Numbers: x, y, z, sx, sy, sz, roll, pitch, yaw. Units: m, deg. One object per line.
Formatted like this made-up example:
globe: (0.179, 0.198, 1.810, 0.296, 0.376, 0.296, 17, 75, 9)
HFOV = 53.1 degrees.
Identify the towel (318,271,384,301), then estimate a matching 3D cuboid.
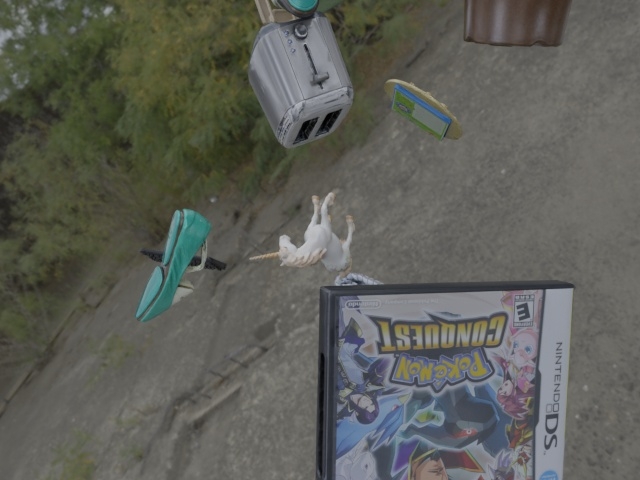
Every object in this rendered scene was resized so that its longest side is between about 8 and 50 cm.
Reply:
towel: (0.137, 0.206, 1.258, 0.121, 0.235, 0.283, -42, 35, -17)

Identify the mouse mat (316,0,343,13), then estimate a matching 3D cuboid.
mouse mat: (0.049, -0.458, 1.156, 0.152, 0.007, 0.190, -30, 6, 5)

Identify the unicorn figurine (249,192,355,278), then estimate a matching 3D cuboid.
unicorn figurine: (0.000, 0.000, 0.805, 0.060, 0.162, 0.111, -15, 55, 41)

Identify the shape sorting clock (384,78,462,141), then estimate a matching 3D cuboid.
shape sorting clock: (0.229, -0.292, 1.424, 0.040, 0.206, 0.206, -54, 18, -6)

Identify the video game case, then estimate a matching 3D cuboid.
video game case: (0.131, 0.167, 0.655, 0.035, 0.275, 0.248, -162, 72, -72)

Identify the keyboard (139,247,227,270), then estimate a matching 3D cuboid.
keyboard: (-0.300, 0.045, 1.425, 0.108, 0.180, 0.023, 35, -116, -70)

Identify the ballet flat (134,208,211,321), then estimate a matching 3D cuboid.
ballet flat: (-0.267, 0.060, 1.201, 0.247, 0.087, 0.083, -63, 26, 17)

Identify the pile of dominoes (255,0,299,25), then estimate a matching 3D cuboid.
pile of dominoes: (-0.093, -0.551, 1.307, 0.196, 0.251, 0.040, -19, -1, -43)

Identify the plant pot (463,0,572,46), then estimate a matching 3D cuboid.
plant pot: (0.249, -0.332, 0.803, 0.167, 0.167, 0.165, -103, 14, -68)

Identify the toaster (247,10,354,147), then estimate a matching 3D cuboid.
toaster: (-0.035, -0.244, 1.019, 0.129, 0.146, 0.227, -20, -6, -16)

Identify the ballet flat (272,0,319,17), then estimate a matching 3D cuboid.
ballet flat: (-0.044, -0.391, 0.952, 0.074, 0.074, 0.203, -32, 54, 42)
